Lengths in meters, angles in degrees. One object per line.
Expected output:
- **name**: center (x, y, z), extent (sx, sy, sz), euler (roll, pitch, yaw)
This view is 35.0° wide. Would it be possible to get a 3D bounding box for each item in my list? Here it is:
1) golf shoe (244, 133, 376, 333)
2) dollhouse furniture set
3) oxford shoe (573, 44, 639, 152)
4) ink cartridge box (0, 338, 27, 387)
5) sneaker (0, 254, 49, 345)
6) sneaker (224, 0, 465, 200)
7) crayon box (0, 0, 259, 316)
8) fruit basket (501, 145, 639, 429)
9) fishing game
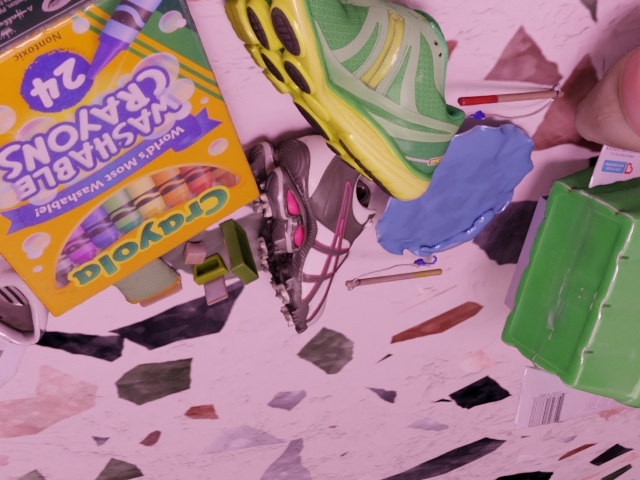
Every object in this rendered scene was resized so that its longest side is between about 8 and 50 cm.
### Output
- **golf shoe**: center (0.000, 0.000, 0.992), extent (0.120, 0.105, 0.273), euler (-20, 150, -12)
- **dollhouse furniture set**: center (-0.139, 0.039, 1.022), extent (0.151, 0.059, 0.076), euler (-24, 146, 11)
- **oxford shoe**: center (0.416, -0.167, 0.938), extent (0.396, 0.141, 0.146), euler (-11, -179, -19)
- **ink cartridge box**: center (-0.368, 0.089, 1.001), extent (0.181, 0.056, 0.224), euler (18, 135, -43)
- **sneaker**: center (-0.307, 0.005, 0.859), extent (0.094, 0.091, 0.258), euler (-27, 141, 14)
- **sneaker**: center (0.024, -0.152, 0.794), extent (0.123, 0.109, 0.295), euler (-50, 139, -7)
- **crayon box**: center (-0.171, -0.068, 0.778), extent (0.203, 0.083, 0.323), euler (-32, 149, -8)
- **fruit basket**: center (0.363, 0.039, 1.119), extent (0.353, 0.165, 0.327), euler (-4, 116, -44)
- **fishing game**: center (0.132, -0.054, 1.014), extent (0.189, 0.041, 0.264), euler (-10, 142, -34)
